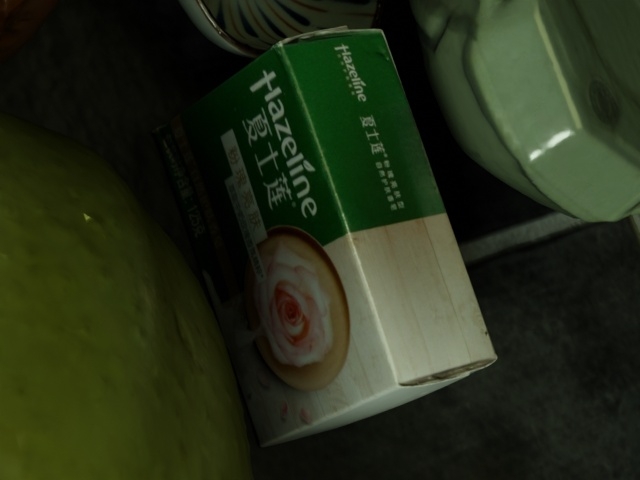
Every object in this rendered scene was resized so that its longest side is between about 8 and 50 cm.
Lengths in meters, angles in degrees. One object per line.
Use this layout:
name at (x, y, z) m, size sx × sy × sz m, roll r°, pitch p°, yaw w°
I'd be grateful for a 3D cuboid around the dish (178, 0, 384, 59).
dish at (-0.045, -0.180, 1.120) m, size 0.190 × 0.066 × 0.191 m, roll 15°, pitch 65°, yaw -35°

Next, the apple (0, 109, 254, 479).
apple at (-0.212, 0.086, 0.762) m, size 0.320 × 0.311 × 0.360 m, roll 43°, pitch 40°, yaw -33°

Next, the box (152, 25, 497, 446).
box at (0.000, 0.000, 1.037) m, size 0.081 × 0.135 × 0.199 m, roll -15°, pitch 80°, yaw -39°

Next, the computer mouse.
computer mouse at (0.159, -0.157, 1.218) m, size 0.228 × 0.145 × 0.429 m, roll 51°, pitch 39°, yaw -17°

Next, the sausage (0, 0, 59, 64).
sausage at (-0.151, -0.241, 1.050) m, size 0.094 × 0.097 × 0.348 m, roll 23°, pitch 60°, yaw -14°
